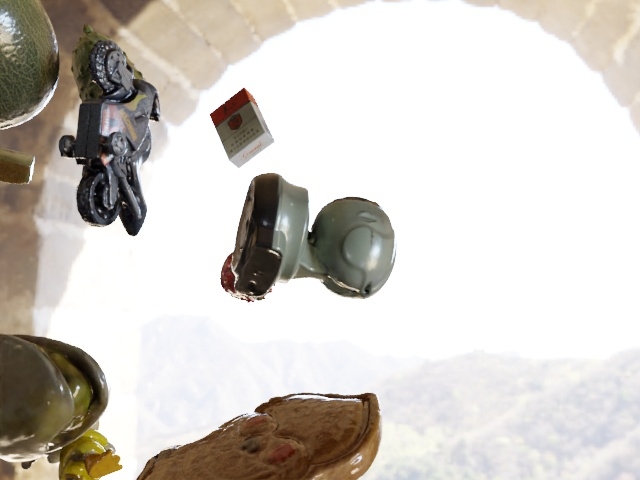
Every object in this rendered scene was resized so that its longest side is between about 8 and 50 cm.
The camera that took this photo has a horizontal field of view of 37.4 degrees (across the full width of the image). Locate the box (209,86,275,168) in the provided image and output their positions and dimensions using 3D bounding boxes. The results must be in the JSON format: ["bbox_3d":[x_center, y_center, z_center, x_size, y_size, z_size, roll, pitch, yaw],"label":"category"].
[{"bbox_3d":[-0.165,-0.237,1.978,0.100,0.152,0.048,-34,-36,11],"label":"box"}]

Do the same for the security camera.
[{"bbox_3d":[0.000,0.000,1.631,0.277,0.191,0.197,13,-37,-10],"label":"security camera"}]

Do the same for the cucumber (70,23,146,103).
[{"bbox_3d":[-0.414,-0.326,1.812,0.134,0.244,0.134,-21,-31,-13],"label":"cucumber"}]

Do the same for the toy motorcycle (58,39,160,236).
[{"bbox_3d":[-0.330,-0.165,1.544,0.108,0.307,0.173,1,-5,24],"label":"toy motorcycle"}]

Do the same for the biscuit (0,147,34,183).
[{"bbox_3d":[-0.607,-0.146,1.688,0.188,0.052,0.056,12,26,-7],"label":"biscuit"}]

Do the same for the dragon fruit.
[{"bbox_3d":[-0.155,0.089,2.284,0.153,0.153,0.111,8,13,-33],"label":"dragon fruit"}]

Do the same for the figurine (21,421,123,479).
[{"bbox_3d":[-0.517,0.399,1.965,0.187,0.215,0.343,37,2,-42],"label":"figurine"}]

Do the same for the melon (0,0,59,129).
[{"bbox_3d":[-0.558,-0.329,1.536,0.237,0.237,0.302,1,-51,20],"label":"melon"}]

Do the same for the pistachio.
[{"bbox_3d":[-0.437,0.224,1.399,0.288,0.197,0.166,-19,1,29],"label":"pistachio"}]

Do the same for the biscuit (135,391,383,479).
[{"bbox_3d":[-0.101,0.361,1.555,0.455,0.078,0.350,-22,18,-13],"label":"biscuit"}]
